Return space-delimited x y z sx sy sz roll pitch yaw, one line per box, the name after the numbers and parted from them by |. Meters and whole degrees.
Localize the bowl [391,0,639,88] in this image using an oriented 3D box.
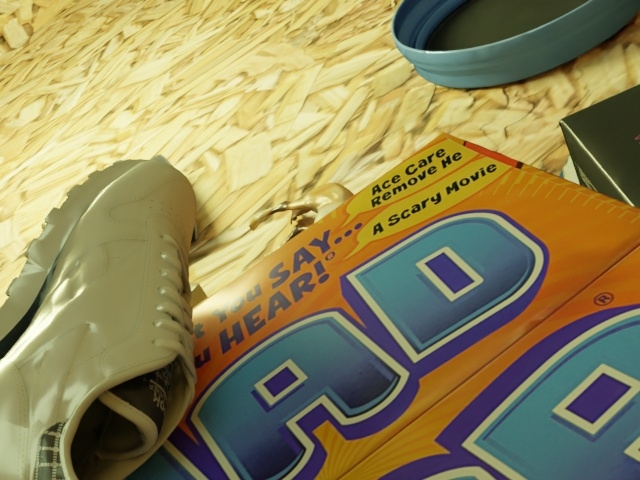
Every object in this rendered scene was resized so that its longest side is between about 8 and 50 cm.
0.297 -0.358 1.389 0.391 0.077 0.391 -21 32 14 | bowl

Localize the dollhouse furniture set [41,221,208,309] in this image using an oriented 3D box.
-0.257 0.050 1.148 0.182 0.161 0.101 4 44 43 | dollhouse furniture set

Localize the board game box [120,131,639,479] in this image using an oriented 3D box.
0.080 0.224 0.442 0.356 0.356 0.356 -35 31 -12 | board game box

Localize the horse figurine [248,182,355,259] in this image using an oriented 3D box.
0.000 0.000 1.116 0.174 0.066 0.263 -27 33 13 | horse figurine

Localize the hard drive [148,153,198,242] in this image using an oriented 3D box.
-0.270 -0.033 1.382 0.172 0.054 0.254 -31 31 -5 | hard drive

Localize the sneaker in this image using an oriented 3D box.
-0.095 0.045 0.437 0.095 0.090 0.235 -1 41 19 | sneaker

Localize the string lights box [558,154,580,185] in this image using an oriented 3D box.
0.301 -0.032 0.915 0.133 0.077 0.259 -2 39 38 | string lights box

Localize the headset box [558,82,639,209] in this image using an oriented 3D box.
0.289 0.038 0.625 0.131 0.283 0.246 -24 31 7 | headset box
